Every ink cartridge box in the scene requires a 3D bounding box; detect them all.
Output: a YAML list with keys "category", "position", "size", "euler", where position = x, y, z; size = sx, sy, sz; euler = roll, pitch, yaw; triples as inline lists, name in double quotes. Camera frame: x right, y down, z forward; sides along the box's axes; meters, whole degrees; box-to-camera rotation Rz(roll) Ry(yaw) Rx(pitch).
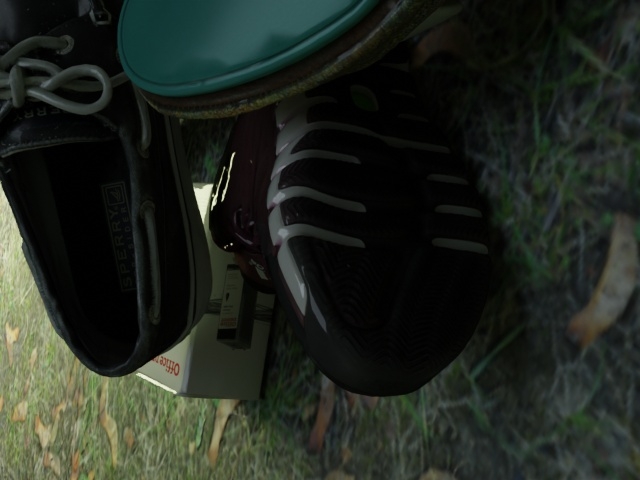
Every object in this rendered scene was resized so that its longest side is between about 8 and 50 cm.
- category: "ink cartridge box"
  position: [-0.074, 0.032, 0.745]
  size: [0.099, 0.056, 0.135]
  euler: [8, 88, 62]

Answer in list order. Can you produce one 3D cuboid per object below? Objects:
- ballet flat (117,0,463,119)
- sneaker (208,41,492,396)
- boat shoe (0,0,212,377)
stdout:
- category: "ballet flat"
  position: [0.050, -0.152, 0.477]
  size: [0.348, 0.123, 0.123]
  euler: [-35, 51, 37]
- category: "sneaker"
  position: [0.000, 0.000, 0.592]
  size: [0.281, 0.106, 0.162]
  euler: [-96, 25, -46]
- category: "boat shoe"
  position: [-0.143, -0.075, 0.617]
  size: [0.105, 0.113, 0.306]
  euler: [-43, -55, -74]
